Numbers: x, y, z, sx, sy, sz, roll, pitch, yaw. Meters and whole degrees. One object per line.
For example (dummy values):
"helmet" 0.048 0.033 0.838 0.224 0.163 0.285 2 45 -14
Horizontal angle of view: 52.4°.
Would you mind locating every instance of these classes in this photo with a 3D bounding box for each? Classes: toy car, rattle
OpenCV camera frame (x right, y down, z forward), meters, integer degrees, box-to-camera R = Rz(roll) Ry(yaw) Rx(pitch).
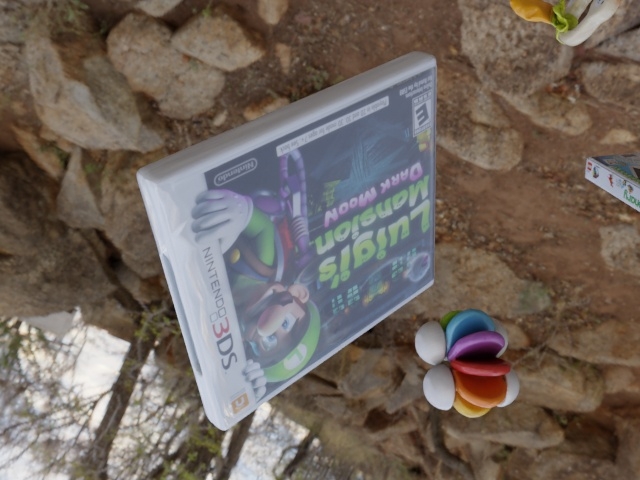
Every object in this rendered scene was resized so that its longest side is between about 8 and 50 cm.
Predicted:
"toy car" 0.253 0.194 1.078 0.159 0.182 0.136 -1 155 -12
"rattle" 0.449 -0.429 1.123 0.143 0.130 0.200 41 176 -9

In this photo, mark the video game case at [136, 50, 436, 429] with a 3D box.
"video game case" 0.000 0.000 0.385 0.022 0.190 0.173 31 139 40

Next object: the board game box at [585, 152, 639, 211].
"board game box" 0.701 -0.111 1.315 0.193 0.053 0.305 -6 -156 -5
